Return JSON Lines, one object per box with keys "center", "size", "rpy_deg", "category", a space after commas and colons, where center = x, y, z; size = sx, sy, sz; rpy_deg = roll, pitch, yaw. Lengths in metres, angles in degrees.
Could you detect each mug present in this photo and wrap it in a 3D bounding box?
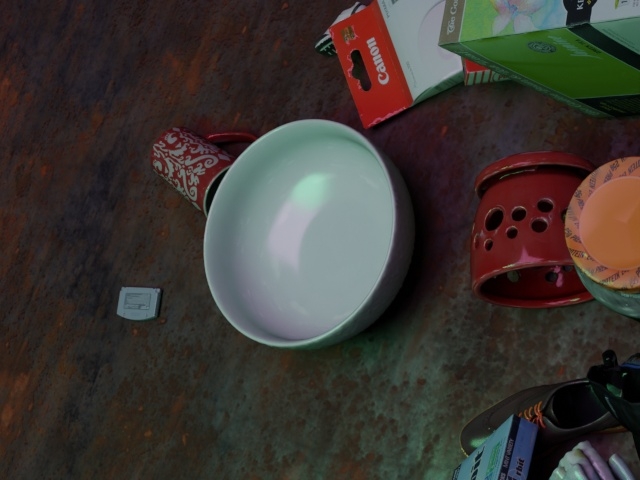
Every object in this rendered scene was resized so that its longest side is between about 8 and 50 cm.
{"center": [-0.176, -0.114, 2.185], "size": [0.169, 0.150, 0.113], "rpy_deg": [34, 134, 39], "category": "mug"}

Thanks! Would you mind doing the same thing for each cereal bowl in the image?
{"center": [0.000, 0.000, 1.998], "size": [0.339, 0.141, 0.338], "rpy_deg": [-9, 73, 32], "category": "cereal bowl"}

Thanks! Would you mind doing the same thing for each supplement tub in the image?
{"center": [0.421, 0.013, 1.611], "size": [0.194, 0.316, 0.193], "rpy_deg": [-9, 73, 31], "category": "supplement tub"}

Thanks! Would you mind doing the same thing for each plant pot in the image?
{"center": [0.289, -0.017, 1.784], "size": [0.191, 0.191, 0.174], "rpy_deg": [-13, 68, 30], "category": "plant pot"}

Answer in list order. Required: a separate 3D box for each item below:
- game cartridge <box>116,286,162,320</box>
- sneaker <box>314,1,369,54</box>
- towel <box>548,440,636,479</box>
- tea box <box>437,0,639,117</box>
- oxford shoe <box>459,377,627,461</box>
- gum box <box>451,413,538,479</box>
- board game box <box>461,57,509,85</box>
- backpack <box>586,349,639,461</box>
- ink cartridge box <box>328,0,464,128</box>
{"center": [-0.301, 0.106, 2.245], "size": [0.083, 0.017, 0.056], "rpy_deg": [2, 75, 34], "category": "game cartridge"}
{"center": [0.035, -0.333, 2.130], "size": [0.109, 0.040, 0.043], "rpy_deg": [-33, 51, 16], "category": "sneaker"}
{"center": [0.333, 0.470, 1.618], "size": [0.374, 0.090, 0.320], "rpy_deg": [64, 144, 28], "category": "towel"}
{"center": [0.380, -0.304, 1.673], "size": [0.324, 0.329, 0.219], "rpy_deg": [-1, 77, 49], "category": "tea box"}
{"center": [0.291, 0.227, 1.772], "size": [0.271, 0.098, 0.096], "rpy_deg": [-24, 66, 26], "category": "oxford shoe"}
{"center": [0.208, 0.331, 1.735], "size": [0.184, 0.041, 0.157], "rpy_deg": [-56, 10, 51], "category": "gum box"}
{"center": [0.265, -0.323, 1.928], "size": [0.147, 0.045, 0.193], "rpy_deg": [-7, 72, -1], "category": "board game box"}
{"center": [0.460, 0.232, 1.542], "size": [0.213, 0.263, 0.276], "rpy_deg": [-22, 86, 0], "category": "backpack"}
{"center": [0.130, -0.299, 2.023], "size": [0.232, 0.066, 0.189], "rpy_deg": [-24, 72, 16], "category": "ink cartridge box"}
